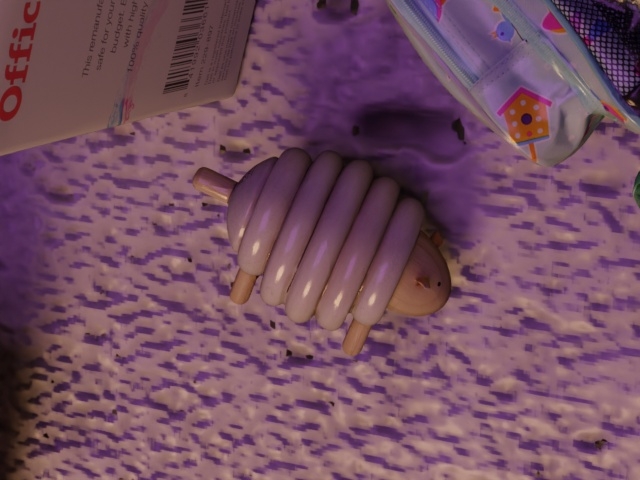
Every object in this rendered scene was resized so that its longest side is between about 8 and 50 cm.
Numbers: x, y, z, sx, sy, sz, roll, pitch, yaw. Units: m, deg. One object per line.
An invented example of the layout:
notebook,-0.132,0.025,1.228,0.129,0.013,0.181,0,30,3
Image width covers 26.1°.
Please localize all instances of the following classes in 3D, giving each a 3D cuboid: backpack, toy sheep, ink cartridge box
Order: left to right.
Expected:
ink cartridge box,-0.106,-0.131,0.587,0.093,0.212,0.154,23,112,18
toy sheep,0.000,0.000,0.646,0.132,0.091,0.091,21,112,-2
backpack,0.091,-0.124,0.527,0.144,0.166,0.188,-30,87,18

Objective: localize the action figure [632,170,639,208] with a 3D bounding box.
action figure,0.175,-0.003,0.492,0.137,0.232,0.063,-32,53,21
